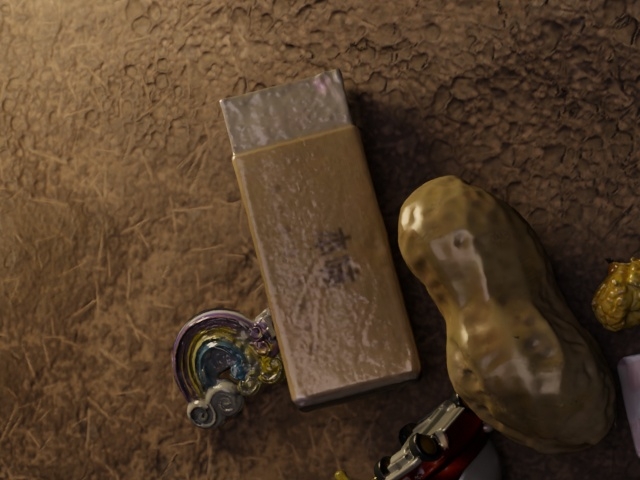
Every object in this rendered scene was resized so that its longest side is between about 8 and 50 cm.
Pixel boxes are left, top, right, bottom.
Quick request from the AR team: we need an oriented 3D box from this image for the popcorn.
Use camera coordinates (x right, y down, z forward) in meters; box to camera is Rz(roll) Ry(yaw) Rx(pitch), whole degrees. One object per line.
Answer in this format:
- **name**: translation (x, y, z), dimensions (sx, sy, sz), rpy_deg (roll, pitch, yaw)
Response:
- **popcorn**: translation (0.304, 0.045, 1.816), dimensions (0.084, 0.084, 0.084), rpy_deg (-1, 87, 24)

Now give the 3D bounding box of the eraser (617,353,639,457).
- **eraser**: translation (0.338, 0.163, 1.817), dimensions (0.065, 0.026, 0.105), rpy_deg (-14, 82, 26)

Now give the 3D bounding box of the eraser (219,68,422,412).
- **eraser**: translation (0.000, 0.000, 1.929), dimensions (0.144, 0.078, 0.343), rpy_deg (-15, 80, 1)

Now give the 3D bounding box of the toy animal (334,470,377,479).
- **toy animal**: translation (0.091, 0.306, 1.906), dimensions (0.136, 0.073, 0.181), rpy_deg (-22, 66, 14)

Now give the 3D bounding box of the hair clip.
- **hair clip**: translation (-0.100, 0.126, 2.003), dimensions (0.172, 0.049, 0.116), rpy_deg (-36, 84, 16)

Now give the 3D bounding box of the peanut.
- **peanut**: translation (0.183, 0.074, 1.829), dimensions (0.149, 0.149, 0.313), rpy_deg (-28, 77, 20)

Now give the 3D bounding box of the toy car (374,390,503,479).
- **toy car**: translation (0.131, 0.231, 1.857), dimensions (0.112, 0.139, 0.112), rpy_deg (49, 131, -1)
